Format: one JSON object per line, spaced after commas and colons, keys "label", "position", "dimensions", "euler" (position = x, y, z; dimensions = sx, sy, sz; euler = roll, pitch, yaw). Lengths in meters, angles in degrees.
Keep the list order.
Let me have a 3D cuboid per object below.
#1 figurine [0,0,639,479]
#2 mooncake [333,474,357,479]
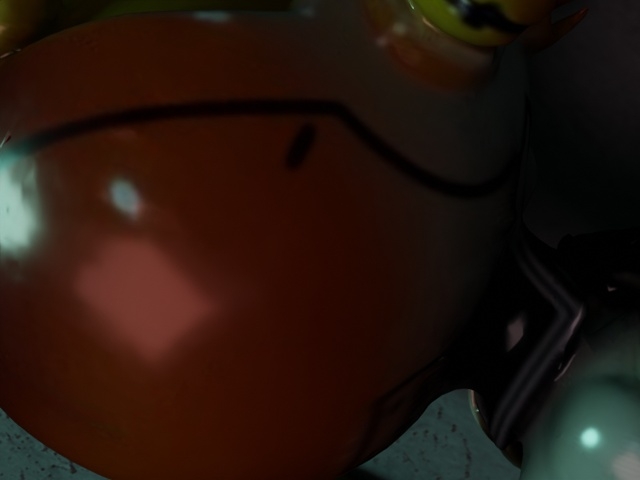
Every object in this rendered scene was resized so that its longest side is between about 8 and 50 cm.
{"label": "figurine", "position": [0.001, 0.004, 0.539], "dimensions": [0.323, 0.196, 0.320], "euler": [16, 143, 1]}
{"label": "mooncake", "position": [-0.004, 0.232, 0.817], "dimensions": [0.235, 0.117, 0.235], "euler": [13, 134, 14]}
